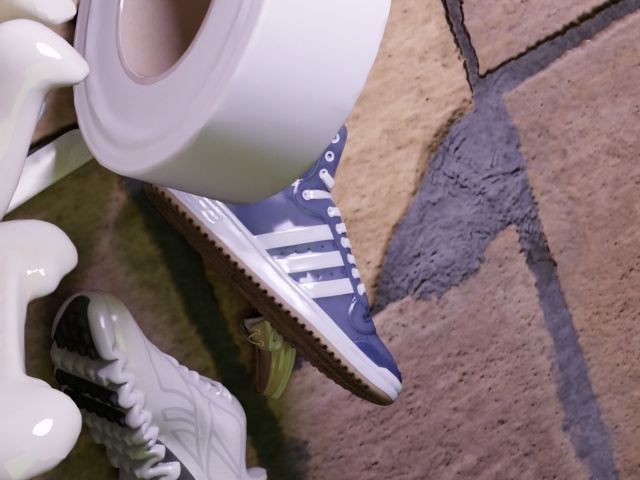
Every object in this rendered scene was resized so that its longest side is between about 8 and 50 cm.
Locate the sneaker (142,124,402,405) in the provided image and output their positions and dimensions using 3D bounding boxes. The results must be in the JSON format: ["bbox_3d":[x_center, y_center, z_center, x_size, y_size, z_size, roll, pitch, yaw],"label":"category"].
[{"bbox_3d":[0.000,0.000,1.359,0.282,0.099,0.153,45,74,-9],"label":"sneaker"}]

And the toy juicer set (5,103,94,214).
[{"bbox_3d":[-0.316,-0.084,1.175,0.329,0.089,0.209,43,79,-34],"label":"toy juicer set"}]

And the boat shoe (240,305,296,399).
[{"bbox_3d":[-0.048,0.072,1.419,0.045,0.050,0.135,5,90,-29],"label":"boat shoe"}]

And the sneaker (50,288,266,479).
[{"bbox_3d":[-0.133,0.144,1.357,0.118,0.110,0.292,-41,130,-26],"label":"sneaker"}]

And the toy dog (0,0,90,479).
[{"bbox_3d":[-0.330,-0.088,0.991,0.395,0.284,0.408,-2,122,2],"label":"toy dog"}]

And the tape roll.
[{"bbox_3d":[-0.071,-0.174,1.166,0.100,0.286,0.286,14,96,-34],"label":"tape roll"}]

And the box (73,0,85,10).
[{"bbox_3d":[-0.105,-0.258,1.303,0.164,0.021,0.201,18,94,-35],"label":"box"}]
